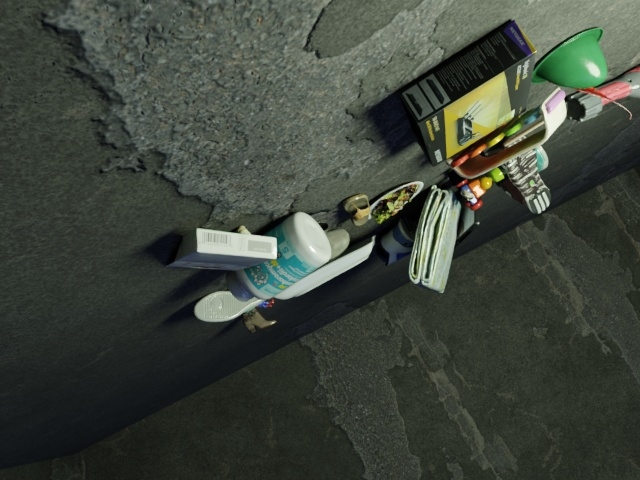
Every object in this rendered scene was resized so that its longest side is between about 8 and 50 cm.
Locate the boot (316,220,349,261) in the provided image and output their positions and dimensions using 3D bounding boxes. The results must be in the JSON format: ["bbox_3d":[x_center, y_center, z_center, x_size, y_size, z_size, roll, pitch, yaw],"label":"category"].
[{"bbox_3d":[0.000,0.000,1.594,0.247,0.083,0.161,-21,158,-28],"label":"boot"}]

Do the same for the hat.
[{"bbox_3d":[0.612,-0.352,1.279,0.209,0.183,0.173,-25,165,-11],"label":"hat"}]

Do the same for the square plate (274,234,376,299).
[{"bbox_3d":[0.032,0.089,1.832,0.344,0.049,0.347,-28,180,8],"label":"square plate"}]

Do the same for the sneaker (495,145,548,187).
[{"bbox_3d":[0.656,-0.240,1.879,0.121,0.108,0.302,-32,166,0],"label":"sneaker"}]

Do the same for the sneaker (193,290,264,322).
[{"bbox_3d":[-0.283,0.209,1.757,0.256,0.094,0.151,-16,164,-34],"label":"sneaker"}]

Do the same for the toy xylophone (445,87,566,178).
[{"bbox_3d":[0.470,-0.262,1.407,0.323,0.081,0.236,-30,-172,44],"label":"toy xylophone"}]

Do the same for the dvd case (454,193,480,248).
[{"bbox_3d":[0.512,-0.094,2.016,0.022,0.180,0.253,9,159,-4],"label":"dvd case"}]

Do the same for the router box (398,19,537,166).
[{"bbox_3d":[0.304,-0.283,1.167,0.243,0.081,0.309,-31,165,11],"label":"router box"}]

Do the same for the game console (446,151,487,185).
[{"bbox_3d":[0.444,-0.207,1.683,0.122,0.071,0.107,-33,157,20],"label":"game console"}]

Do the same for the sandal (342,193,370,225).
[{"bbox_3d":[0.108,-0.076,1.555,0.072,0.049,0.180,-28,155,0],"label":"sandal"}]

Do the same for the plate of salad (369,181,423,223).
[{"bbox_3d":[0.218,-0.108,1.667,0.200,0.048,0.200,-25,165,-7],"label":"plate of salad"}]

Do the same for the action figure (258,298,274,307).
[{"bbox_3d":[-0.224,0.231,2.056,0.115,0.030,0.038,-7,149,-43],"label":"action figure"}]

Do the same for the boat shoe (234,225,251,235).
[{"bbox_3d":[-0.209,0.015,1.351,0.056,0.048,0.153,-27,174,-38],"label":"boat shoe"}]

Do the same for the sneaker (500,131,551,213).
[{"bbox_3d":[0.597,-0.214,1.765,0.106,0.281,0.162,-33,-154,-8],"label":"sneaker"}]

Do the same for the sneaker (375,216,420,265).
[{"bbox_3d":[0.304,0.006,2.087,0.182,0.127,0.316,-32,158,29],"label":"sneaker"}]

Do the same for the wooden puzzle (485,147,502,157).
[{"bbox_3d":[0.523,-0.257,1.771,0.116,0.014,0.078,-23,164,-18],"label":"wooden puzzle"}]

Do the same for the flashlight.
[{"bbox_3d":[0.849,-0.421,1.626,0.304,0.103,0.103,-24,166,-16],"label":"flashlight"}]

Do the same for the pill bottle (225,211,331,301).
[{"bbox_3d":[-0.113,0.053,1.428,0.264,0.146,0.146,-34,164,22],"label":"pill bottle"}]

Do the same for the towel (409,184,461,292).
[{"bbox_3d":[0.385,0.006,1.892,0.090,0.320,0.374,13,177,21],"label":"towel"}]

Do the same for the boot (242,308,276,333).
[{"bbox_3d":[-0.234,0.294,2.131,0.118,0.087,0.042,-22,165,-4],"label":"boot"}]

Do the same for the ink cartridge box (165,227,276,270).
[{"bbox_3d":[-0.225,0.026,1.260,0.181,0.056,0.225,6,169,-30],"label":"ink cartridge box"}]

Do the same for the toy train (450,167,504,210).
[{"bbox_3d":[0.488,-0.169,1.709,0.143,0.105,0.248,-35,-175,10],"label":"toy train"}]
